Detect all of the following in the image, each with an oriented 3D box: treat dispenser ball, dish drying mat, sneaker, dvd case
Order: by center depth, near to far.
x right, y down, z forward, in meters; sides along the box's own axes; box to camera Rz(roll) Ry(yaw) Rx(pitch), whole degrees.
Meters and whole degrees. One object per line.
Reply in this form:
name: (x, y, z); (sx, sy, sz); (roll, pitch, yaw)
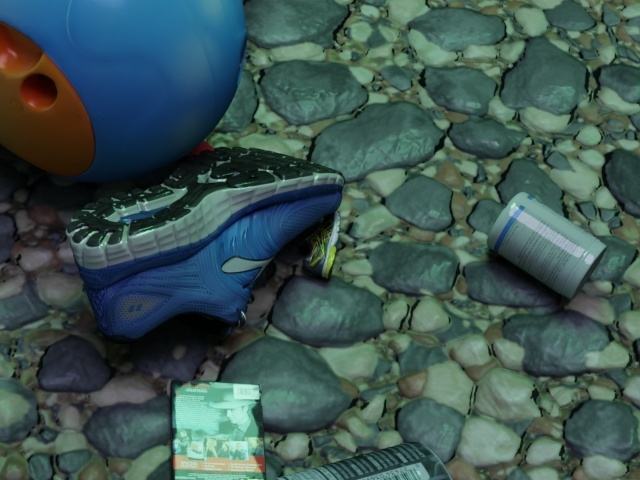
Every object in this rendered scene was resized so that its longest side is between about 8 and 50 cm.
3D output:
dvd case: (-0.094, 0.182, 1.488); (0.087, 0.013, 0.119); (3, 53, -12)
sneaker: (-0.104, 0.005, 1.562); (0.130, 0.147, 0.330); (19, 31, 40)
treat dispenser ball: (-0.216, -0.200, 1.581); (0.288, 0.288, 0.288); (7, 51, -9)
sneaker: (0.000, 0.000, 1.644); (0.035, 0.031, 0.083); (10, 49, -2)
dish drying mat: (-0.132, -0.096, 1.702); (0.083, 0.008, 0.032); (38, 52, 17)

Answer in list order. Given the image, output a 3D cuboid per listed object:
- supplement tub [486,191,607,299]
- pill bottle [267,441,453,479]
supplement tub: (0.233, 0.005, 1.674); (0.107, 0.071, 0.071); (35, 52, 14)
pill bottle: (-0.010, 0.260, 1.372); (0.246, 0.130, 0.130); (-12, 56, -22)
